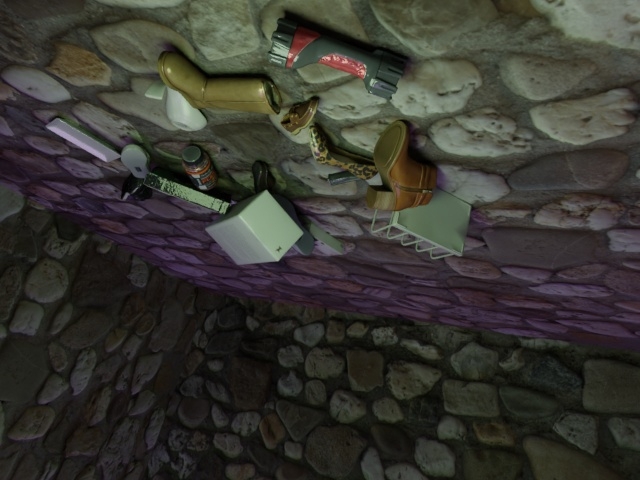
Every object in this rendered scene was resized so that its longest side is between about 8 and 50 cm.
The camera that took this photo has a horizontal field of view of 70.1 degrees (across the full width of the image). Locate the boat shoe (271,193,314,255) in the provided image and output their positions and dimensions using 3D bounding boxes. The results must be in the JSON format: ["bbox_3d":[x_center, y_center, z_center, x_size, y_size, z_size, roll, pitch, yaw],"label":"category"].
[{"bbox_3d":[-0.169,-0.074,2.021,0.157,0.135,0.367,12,154,39],"label":"boat shoe"}]

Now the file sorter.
[{"bbox_3d":[0.345,-0.071,1.577,0.278,0.192,0.173,23,161,-18],"label":"file sorter"}]

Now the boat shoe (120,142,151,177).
[{"bbox_3d":[-0.728,-0.335,1.821,0.096,0.088,0.267,-7,167,-7],"label":"boat shoe"}]

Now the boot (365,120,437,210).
[{"bbox_3d":[0.268,-0.213,1.357,0.220,0.283,0.109,-4,-150,-26],"label":"boot"}]

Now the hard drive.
[{"bbox_3d":[-0.542,-0.208,1.897,0.339,0.064,0.237,22,-171,-15],"label":"hard drive"}]

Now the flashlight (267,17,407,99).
[{"bbox_3d":[0.035,-0.408,1.050,0.304,0.103,0.103,19,158,-7],"label":"flashlight"}]

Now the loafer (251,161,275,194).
[{"bbox_3d":[-0.215,-0.235,1.747,0.078,0.080,0.220,-15,162,-12],"label":"loafer"}]

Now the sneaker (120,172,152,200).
[{"bbox_3d":[-0.845,-0.249,2.152,0.124,0.107,0.283,11,169,-33],"label":"sneaker"}]

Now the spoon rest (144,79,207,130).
[{"bbox_3d":[-0.448,-0.421,1.432,0.137,0.084,0.276,14,173,8],"label":"spoon rest"}]

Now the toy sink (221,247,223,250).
[{"bbox_3d":[-0.402,-0.024,2.300,0.131,0.152,0.234,20,158,-14],"label":"toy sink"}]

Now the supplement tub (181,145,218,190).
[{"bbox_3d":[-0.465,-0.279,1.747,0.106,0.106,0.198,13,160,8],"label":"supplement tub"}]

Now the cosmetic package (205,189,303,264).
[{"bbox_3d":[-0.285,-0.039,1.867,0.230,0.161,0.453,50,155,-17],"label":"cosmetic package"}]

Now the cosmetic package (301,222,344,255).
[{"bbox_3d":[0.000,0.000,2.197,0.099,0.060,0.239,-6,151,47],"label":"cosmetic package"}]

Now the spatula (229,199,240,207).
[{"bbox_3d":[-0.374,-0.122,2.116,0.242,0.019,0.168,12,124,10],"label":"spatula"}]

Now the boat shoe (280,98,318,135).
[{"bbox_3d":[-0.063,-0.357,1.309,0.060,0.064,0.178,22,161,-22],"label":"boat shoe"}]

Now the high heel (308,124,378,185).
[{"bbox_3d":[0.079,-0.280,1.420,0.186,0.093,0.261,-12,142,18],"label":"high heel"}]

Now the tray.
[{"bbox_3d":[-0.963,-0.414,1.869,0.145,0.030,0.270,-3,153,43],"label":"tray"}]

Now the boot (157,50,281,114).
[{"bbox_3d":[-0.268,-0.430,1.248,0.270,0.089,0.236,9,171,19],"label":"boot"}]
